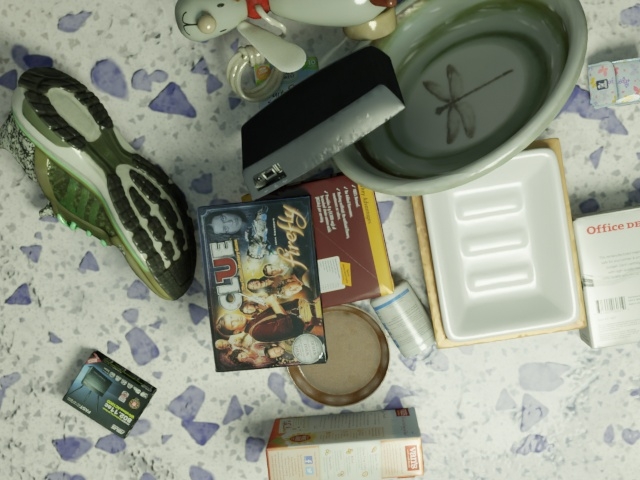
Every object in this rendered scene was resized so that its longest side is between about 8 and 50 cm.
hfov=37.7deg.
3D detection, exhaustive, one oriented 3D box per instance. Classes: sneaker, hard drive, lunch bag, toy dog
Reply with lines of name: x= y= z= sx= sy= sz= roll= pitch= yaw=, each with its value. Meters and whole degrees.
sneaker: x=-0.354 y=-0.067 z=1.469 sx=0.182 sy=0.158 sz=0.410 roll=-33 pitch=96 yaw=36
hard drive: x=-0.007 y=-0.176 z=1.346 sx=0.255 sy=0.172 sz=0.054 roll=-30 pitch=124 yaw=17
lunch bag: x=0.453 y=-0.239 z=1.432 sx=0.083 sy=0.053 sz=0.071 roll=-4 pitch=94 yaw=12
toy dog: x=-0.022 y=-0.327 z=1.322 sx=0.334 sy=0.161 sz=0.220 roll=-32 pitch=121 yaw=3

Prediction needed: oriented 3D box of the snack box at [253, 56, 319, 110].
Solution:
snack box: x=-0.045 y=-0.208 z=1.464 sx=0.100 sy=0.037 sz=0.141 roll=-7 pitch=94 yaw=2

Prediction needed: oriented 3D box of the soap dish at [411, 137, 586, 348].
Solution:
soap dish: x=0.266 y=0.004 z=1.430 sx=0.229 sy=0.118 sz=0.290 roll=-10 pitch=95 yaw=4

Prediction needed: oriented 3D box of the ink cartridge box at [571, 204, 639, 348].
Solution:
ink cartridge box: x=0.466 y=0.051 z=1.441 sx=0.148 sy=0.086 sz=0.203 roll=-9 pitch=94 yaw=3

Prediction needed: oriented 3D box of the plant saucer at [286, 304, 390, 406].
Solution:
plant saucer: x=0.028 y=0.181 z=1.503 sx=0.169 sy=0.029 sz=0.168 roll=0 pitch=96 yaw=3

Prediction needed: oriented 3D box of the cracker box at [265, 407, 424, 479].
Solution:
cracker box: x=0.040 y=0.318 z=1.451 sx=0.232 sy=0.156 sz=0.067 roll=-6 pitch=95 yaw=4

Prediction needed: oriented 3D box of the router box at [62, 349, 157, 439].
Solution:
router box: x=-0.341 y=0.249 z=1.521 sx=0.122 sy=0.038 sz=0.092 roll=33 pitch=97 yaw=-1

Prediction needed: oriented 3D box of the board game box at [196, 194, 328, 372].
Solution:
board game box: x=-0.083 y=0.063 z=1.360 sx=0.165 sy=0.042 sz=0.243 roll=-6 pitch=95 yaw=4

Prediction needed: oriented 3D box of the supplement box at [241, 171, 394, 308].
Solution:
supplement box: x=0.000 y=0.000 z=1.436 sx=0.194 sy=0.129 sz=0.191 roll=-12 pitch=95 yaw=4

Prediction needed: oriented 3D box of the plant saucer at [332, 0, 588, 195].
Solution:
plant saucer: x=0.197 y=-0.214 z=1.340 sx=0.400 sy=0.400 sz=0.100 roll=-42 pitch=133 yaw=6

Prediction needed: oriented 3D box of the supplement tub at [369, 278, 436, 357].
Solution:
supplement tub: x=0.132 y=0.121 z=1.471 sx=0.071 sy=0.071 sz=0.107 roll=-31 pitch=92 yaw=5
